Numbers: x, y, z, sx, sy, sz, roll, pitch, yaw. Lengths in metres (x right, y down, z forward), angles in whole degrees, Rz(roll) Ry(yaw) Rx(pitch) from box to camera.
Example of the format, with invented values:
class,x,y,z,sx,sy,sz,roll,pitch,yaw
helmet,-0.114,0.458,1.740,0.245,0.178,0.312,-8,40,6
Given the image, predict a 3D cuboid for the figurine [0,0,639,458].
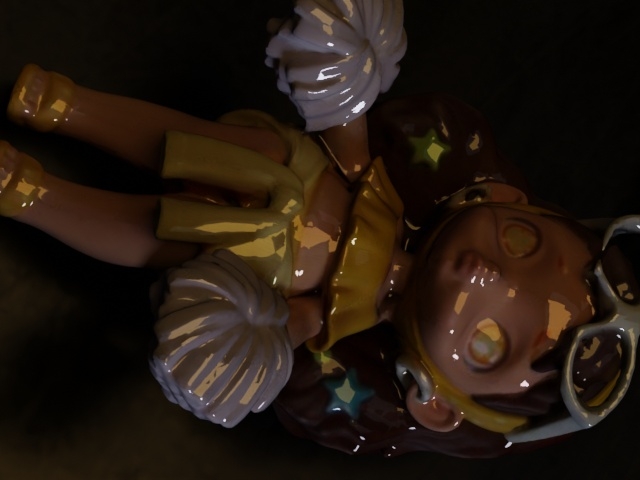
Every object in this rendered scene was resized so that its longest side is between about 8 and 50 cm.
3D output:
class,x,y,z,sx,sy,sz,roll,pitch,yaw
figurine,0.001,0.001,0.651,0.240,0.116,0.175,24,68,-15
